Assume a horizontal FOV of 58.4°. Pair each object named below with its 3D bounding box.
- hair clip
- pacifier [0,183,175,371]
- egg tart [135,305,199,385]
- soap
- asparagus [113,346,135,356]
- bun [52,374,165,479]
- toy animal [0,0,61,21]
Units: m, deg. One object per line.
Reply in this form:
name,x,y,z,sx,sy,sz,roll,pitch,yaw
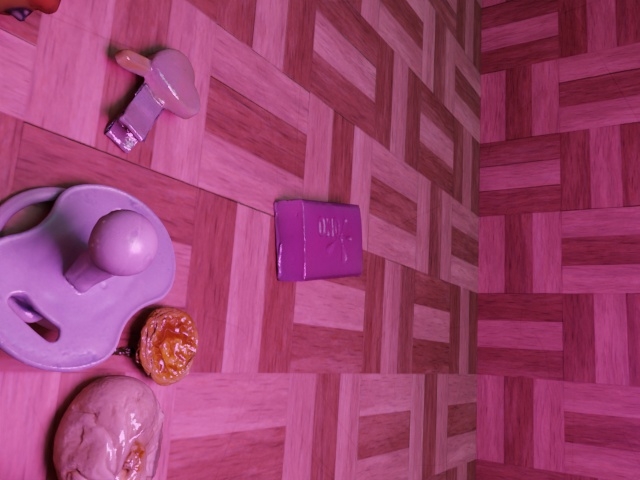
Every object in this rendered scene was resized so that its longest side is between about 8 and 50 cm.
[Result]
hair clip,-0.274,-0.246,0.933,0.159,0.071,0.218,55,40,-36
pacifier,-0.292,0.016,0.738,0.238,0.226,0.287,54,40,-13
egg tart,-0.255,0.171,0.931,0.130,0.052,0.130,6,83,-59
soap,0.002,0.000,1.322,0.259,0.081,0.181,2,86,-57
asparagus,-0.327,0.161,0.852,0.127,0.015,0.018,27,67,-54
bun,-0.288,0.289,0.814,0.164,0.111,0.188,49,45,-48
toy animal,-0.364,-0.377,0.717,0.169,0.195,0.281,29,50,-8
